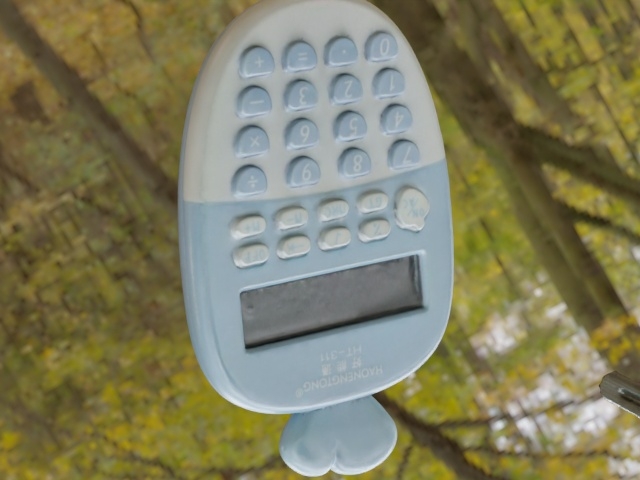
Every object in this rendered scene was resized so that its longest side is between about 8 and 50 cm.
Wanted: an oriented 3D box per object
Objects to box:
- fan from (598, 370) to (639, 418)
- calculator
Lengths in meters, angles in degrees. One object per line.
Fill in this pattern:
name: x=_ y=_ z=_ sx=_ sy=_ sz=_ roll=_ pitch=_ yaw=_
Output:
fan: x=0.227 y=0.140 z=0.607 sx=0.012 sy=0.223 sz=0.294 roll=2 pitch=166 yaw=-34
calculator: x=0.000 y=0.000 z=0.947 sx=0.188 sy=0.302 sz=0.042 roll=-11 pitch=-164 yaw=-32
